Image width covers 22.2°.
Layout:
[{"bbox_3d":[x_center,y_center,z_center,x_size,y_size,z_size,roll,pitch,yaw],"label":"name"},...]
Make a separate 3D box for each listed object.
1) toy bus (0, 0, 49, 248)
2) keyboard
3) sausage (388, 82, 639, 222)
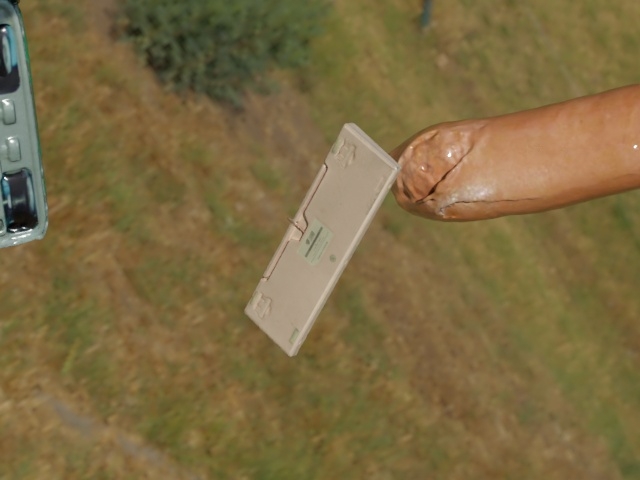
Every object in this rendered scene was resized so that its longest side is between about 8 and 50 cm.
[{"bbox_3d":[-0.433,-0.162,1.918,0.183,0.343,0.199,-12,35,-18],"label":"toy bus"},{"bbox_3d":[0.000,0.000,1.104,0.055,0.166,0.017,42,31,24],"label":"keyboard"},{"bbox_3d":[0.244,-0.082,1.286,0.094,0.419,0.094,67,27,-23],"label":"sausage"}]
